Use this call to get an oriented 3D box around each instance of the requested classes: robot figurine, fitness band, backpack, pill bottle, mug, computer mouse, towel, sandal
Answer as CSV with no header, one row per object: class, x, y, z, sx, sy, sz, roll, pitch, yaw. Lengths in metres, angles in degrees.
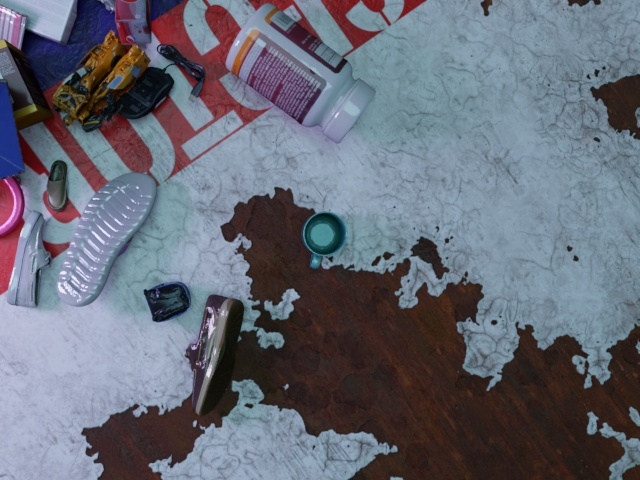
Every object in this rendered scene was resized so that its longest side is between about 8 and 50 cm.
robot figurine,-0.622,-0.438,1.720,0.211,0.085,0.291,32,78,23
fitness band,-0.957,-0.131,1.704,0.291,0.054,0.209,34,84,-5
backpack,-0.427,0.169,1.757,0.114,0.084,0.105,-19,92,-4
pill bottle,-0.051,-0.466,1.763,0.392,0.224,0.224,36,84,-6
mug,-0.002,-0.009,1.820,0.157,0.097,0.129,-40,95,-7
computer mouse,-0.448,-0.425,1.783,0.184,0.060,0.262,30,74,4
towel,-0.914,-0.596,1.706,0.197,0.029,0.144,24,120,-7
sandal,-0.599,-0.009,1.733,0.169,0.102,0.416,26,74,8

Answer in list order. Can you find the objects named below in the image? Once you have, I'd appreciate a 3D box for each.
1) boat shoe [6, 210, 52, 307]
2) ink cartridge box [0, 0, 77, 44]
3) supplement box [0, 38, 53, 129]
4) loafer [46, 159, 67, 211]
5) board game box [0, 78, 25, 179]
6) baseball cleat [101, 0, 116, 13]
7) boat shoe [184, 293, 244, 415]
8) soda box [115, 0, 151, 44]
boat shoe,-0.787,0.055,1.704,0.088,0.096,0.268,14,87,-12
ink cartridge box,-0.773,-0.694,1.733,0.189,0.066,0.232,21,90,-7
supplement box,-0.834,-0.405,1.649,0.129,0.191,0.194,-23,100,-8
loafer,-0.743,-0.155,1.737,0.056,0.050,0.148,-1,88,-8
board game box,-0.894,-0.279,1.512,0.291,0.141,0.232,13,117,27
baseball cleat,-0.627,-0.753,1.764,0.109,0.072,0.206,-45,98,-13
boat shoe,-0.320,0.322,1.768,0.123,0.123,0.342,14,92,22
soda box,-0.516,-0.669,1.713,0.083,0.092,0.263,-5,61,-7
